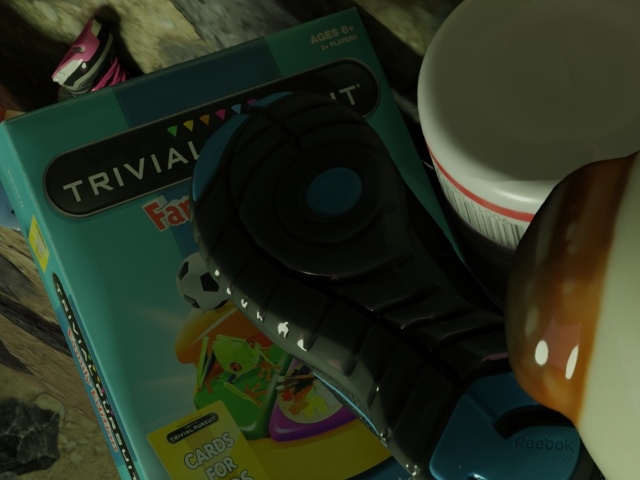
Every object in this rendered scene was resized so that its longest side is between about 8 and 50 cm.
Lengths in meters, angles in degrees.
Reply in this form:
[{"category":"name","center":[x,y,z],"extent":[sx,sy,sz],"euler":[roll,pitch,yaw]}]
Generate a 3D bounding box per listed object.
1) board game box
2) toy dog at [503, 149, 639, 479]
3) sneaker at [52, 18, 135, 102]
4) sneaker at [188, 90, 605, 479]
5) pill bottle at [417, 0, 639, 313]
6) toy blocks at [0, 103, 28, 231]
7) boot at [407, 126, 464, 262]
[{"category":"board game box","center":[-0.032,0.046,0.960],"extent":[0.336,0.253,0.079],"euler":[67,158,3]},{"category":"toy dog","center":[0.247,0.001,0.488],"extent":[0.284,0.395,0.408],"euler":[27,153,-11]},{"category":"sneaker","center":[-0.181,-0.133,1.258],"extent":[0.074,0.063,0.170],"euler":[33,165,-2]},{"category":"sneaker","center":[0.036,0.050,0.843],"extent":[0.341,0.125,0.140],"euler":[54,178,36]},{"category":"pill bottle","center":[0.160,-0.018,0.875],"extent":[0.161,0.161,0.283],"euler":[22,158,26]},{"category":"toy blocks","center":[-0.303,-0.069,1.334],"extent":[0.261,0.191,0.381],"euler":[12,177,34]},{"category":"boot","center":[0.000,0.000,1.083],"extent":[0.246,0.207,0.094],"euler":[39,161,-18]}]
